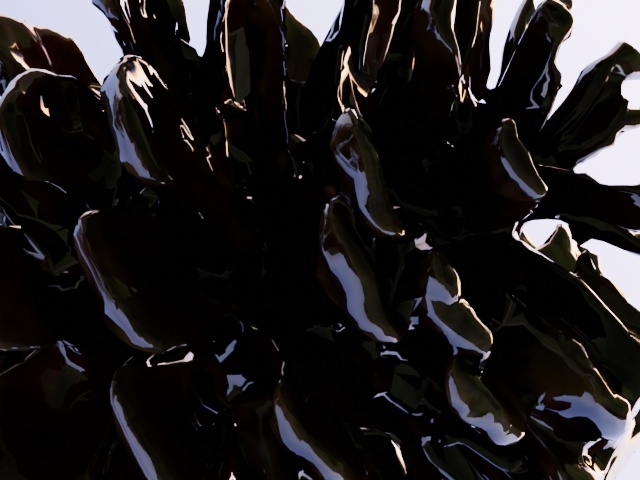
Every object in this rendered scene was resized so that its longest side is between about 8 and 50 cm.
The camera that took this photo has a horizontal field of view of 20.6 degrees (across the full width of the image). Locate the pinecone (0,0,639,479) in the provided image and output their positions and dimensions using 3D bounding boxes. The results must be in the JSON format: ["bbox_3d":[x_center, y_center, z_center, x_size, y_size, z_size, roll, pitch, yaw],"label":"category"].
[{"bbox_3d":[0.000,0.000,0.892,0.397,0.397,0.398,22,-131,-28],"label":"pinecone"}]
